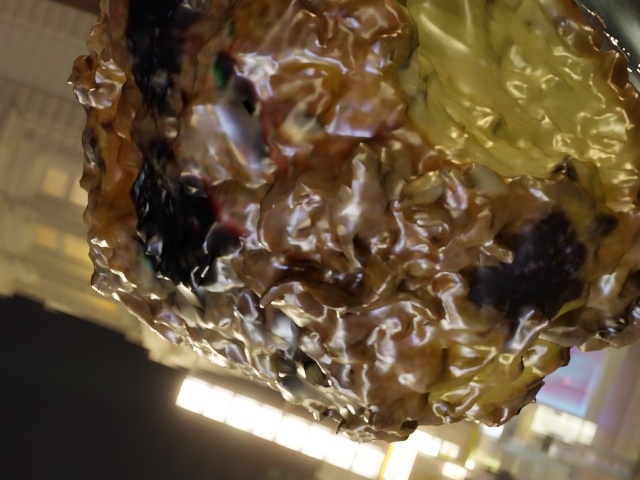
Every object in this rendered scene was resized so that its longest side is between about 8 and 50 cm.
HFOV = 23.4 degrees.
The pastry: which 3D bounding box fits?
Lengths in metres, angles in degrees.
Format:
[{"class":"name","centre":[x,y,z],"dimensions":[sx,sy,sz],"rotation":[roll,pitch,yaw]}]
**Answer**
[{"class":"pastry","centre":[0.006,-0.059,0.975],"dimensions":[0.292,0.405,0.337],"rotation":[-19,-16,-48]}]

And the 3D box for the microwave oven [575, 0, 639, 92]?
[{"class":"microwave oven","centre":[0.306,-0.346,1.304],"dimensions":[0.374,0.432,0.236],"rotation":[-37,-26,-1]}]
